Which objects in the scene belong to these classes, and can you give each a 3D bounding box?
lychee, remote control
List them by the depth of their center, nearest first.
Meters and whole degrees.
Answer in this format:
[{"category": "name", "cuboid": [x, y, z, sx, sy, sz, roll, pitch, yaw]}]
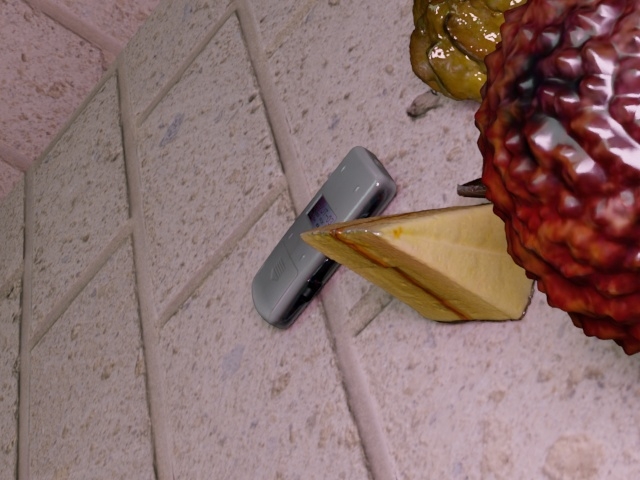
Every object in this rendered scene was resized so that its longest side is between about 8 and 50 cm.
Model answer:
[{"category": "lychee", "cuboid": [0.345, -0.095, 1.091, 0.424, 0.424, 0.500, -53, 4, 11]}, {"category": "remote control", "cuboid": [0.000, 0.000, 1.876, 0.296, 0.056, 0.140, -53, 28, 14]}]

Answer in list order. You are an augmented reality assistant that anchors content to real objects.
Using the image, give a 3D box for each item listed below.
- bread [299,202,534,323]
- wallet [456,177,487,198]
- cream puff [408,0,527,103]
[{"category": "bread", "cuboid": [0.133, -0.020, 1.487, 0.167, 0.264, 0.163, -1, 63, 50]}, {"category": "wallet", "cuboid": [0.279, -0.070, 1.480, 0.232, 0.122, 0.031, 3, 110, 58]}, {"category": "cream puff", "cuboid": [0.228, -0.306, 1.711, 0.244, 0.196, 0.244, -166, 90, -84]}]
